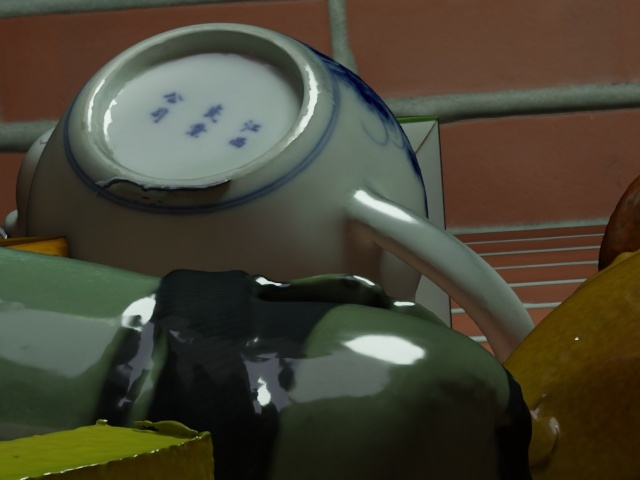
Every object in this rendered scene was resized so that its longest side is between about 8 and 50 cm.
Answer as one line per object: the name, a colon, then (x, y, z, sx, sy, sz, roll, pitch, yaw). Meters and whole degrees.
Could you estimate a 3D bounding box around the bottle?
bottle: (-0.102, 0.081, 0.596, 0.347, 0.168, 0.168, 3, 6, 19)

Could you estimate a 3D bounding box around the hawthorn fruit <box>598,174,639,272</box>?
hawthorn fruit: (0.259, 0.028, 1.010, 0.169, 0.169, 0.188, -6, 9, -26)

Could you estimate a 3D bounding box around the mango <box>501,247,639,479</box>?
mango: (0.159, 0.069, 0.649, 0.236, 0.136, 0.166, -21, 32, -15)

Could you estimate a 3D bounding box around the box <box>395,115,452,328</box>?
box: (0.000, 0.000, 1.377, 0.148, 0.195, 0.177, -1, 6, 33)

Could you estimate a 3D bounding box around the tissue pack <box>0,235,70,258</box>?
tissue pack: (-0.291, 0.080, 0.912, 0.194, 0.145, 0.274, 1, 5, 32)

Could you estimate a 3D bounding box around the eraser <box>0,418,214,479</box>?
eraser: (-0.068, 0.108, 0.390, 0.045, 0.122, 0.097, 1, 5, 38)

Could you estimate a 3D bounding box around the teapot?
teapot: (-0.052, 0.013, 1.088, 0.424, 0.280, 0.252, 19, 53, 26)
